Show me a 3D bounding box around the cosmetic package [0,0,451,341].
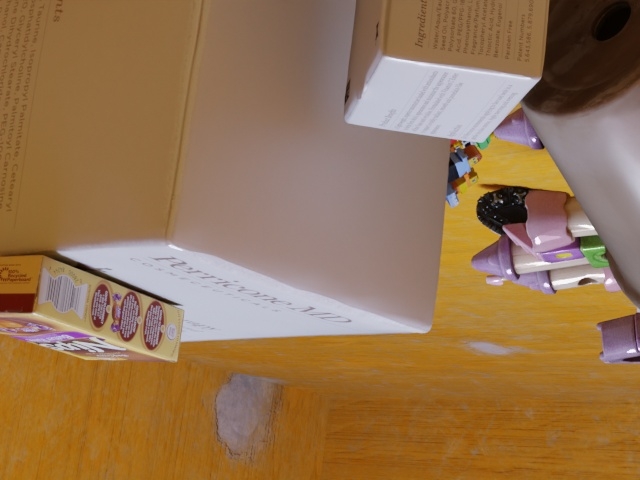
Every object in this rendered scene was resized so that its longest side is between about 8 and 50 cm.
[{"bbox_3d":[-0.131,-0.099,1.365,0.393,0.327,0.329,-5,162,42],"label":"cosmetic package"}]

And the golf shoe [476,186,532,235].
[{"bbox_3d":[0.302,-0.021,2.022,0.198,0.077,0.094,9,168,-3],"label":"golf shoe"}]

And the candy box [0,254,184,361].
[{"bbox_3d":[-0.214,0.060,1.261,0.109,0.053,0.186,-2,165,34],"label":"candy box"}]

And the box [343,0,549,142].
[{"bbox_3d":[0.095,-0.186,1.127,0.119,0.182,0.181,7,168,-6],"label":"box"}]

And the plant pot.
[{"bbox_3d":[0.318,-0.104,1.227,0.280,0.323,0.323,36,153,-32],"label":"plant pot"}]

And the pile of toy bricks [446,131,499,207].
[{"bbox_3d":[0.158,-0.125,1.643,0.105,0.118,0.212,-31,152,-1],"label":"pile of toy bricks"}]

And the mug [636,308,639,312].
[{"bbox_3d":[0.584,0.111,1.841,0.328,0.276,0.374,4,126,-20],"label":"mug"}]

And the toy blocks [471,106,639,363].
[{"bbox_3d":[0.282,0.018,1.630,0.260,0.309,0.288,-8,162,18],"label":"toy blocks"}]
